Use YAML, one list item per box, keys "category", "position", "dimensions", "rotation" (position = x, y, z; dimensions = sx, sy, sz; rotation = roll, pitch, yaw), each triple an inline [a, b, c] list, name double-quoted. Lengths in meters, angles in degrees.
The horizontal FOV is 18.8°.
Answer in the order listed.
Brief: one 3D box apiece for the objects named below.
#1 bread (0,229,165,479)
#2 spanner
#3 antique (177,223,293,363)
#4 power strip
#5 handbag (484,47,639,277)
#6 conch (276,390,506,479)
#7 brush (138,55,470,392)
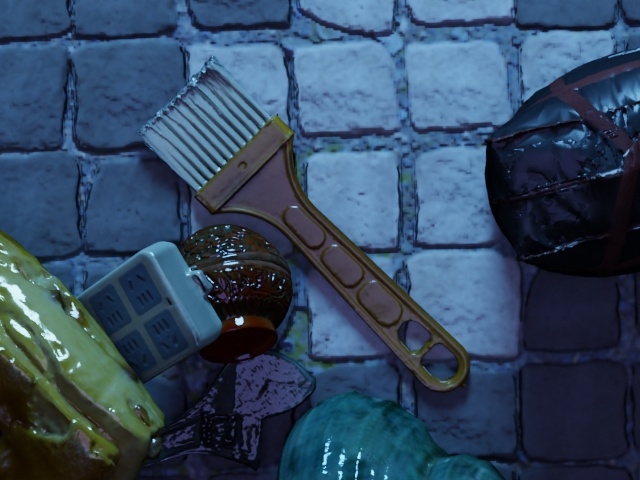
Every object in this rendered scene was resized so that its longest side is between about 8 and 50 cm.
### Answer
- category: "bread"
  position: [-0.246, 0.122, 1.408]
  dimensions: [0.235, 0.099, 0.210]
  rotation: [48, 119, 9]
- category: "spanner"
  position: [-0.155, 0.163, 1.484]
  dimensions: [0.325, 0.026, 0.093]
  rotation: [-19, 93, 4]
- category: "antique"
  position: [-0.070, 0.036, 1.435]
  dimensions: [0.104, 0.104, 0.104]
  rotation: [0, 95, 2]
- category: "power strip"
  position: [-0.148, 0.069, 1.421]
  dimensions: [0.192, 0.035, 0.081]
  rotation: [-32, 87, 42]
- category: "handbag"
  position: [0.223, -0.057, 1.381]
  dimensions: [0.215, 0.169, 0.155]
  rotation: [-18, 93, 4]
- category: "conch"
  position: [0.069, 0.213, 1.425]
  dimensions: [0.202, 0.134, 0.196]
  rotation: [-4, 96, 3]
- category: "brush"
  position: [0.000, 0.000, 1.471]
  dimensions: [0.090, 0.017, 0.314]
  rotation: [-45, 92, 7]
